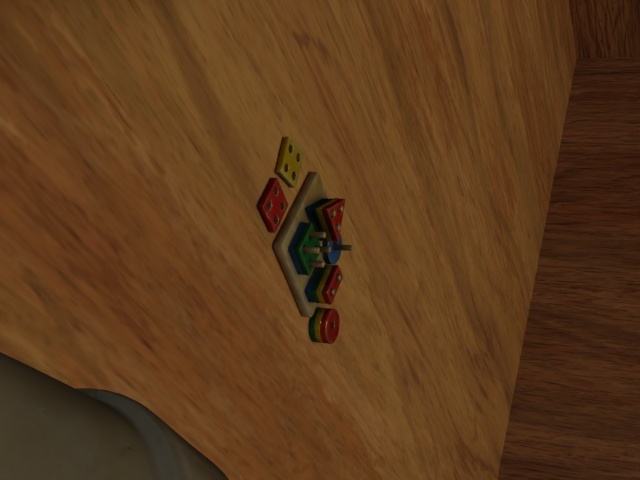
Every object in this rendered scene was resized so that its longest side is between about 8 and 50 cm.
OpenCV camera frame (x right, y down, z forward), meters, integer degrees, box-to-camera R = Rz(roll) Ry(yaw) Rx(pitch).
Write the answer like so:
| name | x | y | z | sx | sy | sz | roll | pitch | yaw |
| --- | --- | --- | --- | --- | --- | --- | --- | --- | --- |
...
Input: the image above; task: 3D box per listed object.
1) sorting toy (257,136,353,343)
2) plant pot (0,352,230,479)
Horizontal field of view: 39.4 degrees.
| name | x | y | z | sx | sy | sz | roll | pitch | yaw |
| --- | --- | --- | --- | --- | --- | --- | --- | --- | --- |
| sorting toy | 0.000 | 0.000 | 1.108 | 0.274 | 0.046 | 0.132 | 70 | 34 | -42 |
| plant pot | -0.228 | 0.145 | 0.369 | 0.280 | 0.323 | 0.323 | 53 | 44 | -33 |
